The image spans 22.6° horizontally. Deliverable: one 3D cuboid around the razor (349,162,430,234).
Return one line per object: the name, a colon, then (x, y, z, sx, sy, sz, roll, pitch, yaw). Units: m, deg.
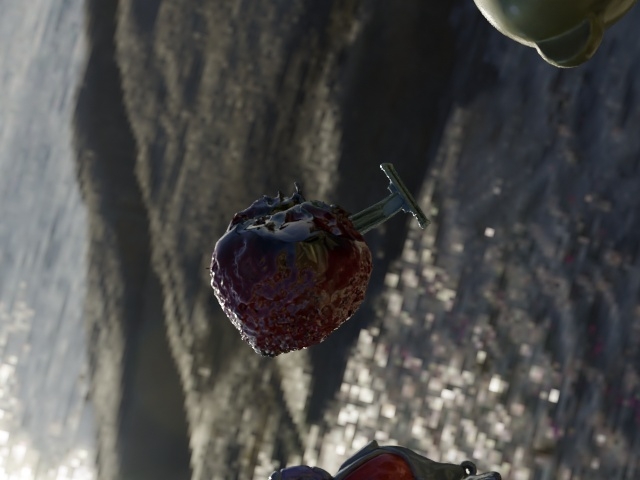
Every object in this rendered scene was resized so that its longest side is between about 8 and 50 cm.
razor: (0.000, 0.001, 1.380, 0.068, 0.191, 0.037, 56, 159, 15)

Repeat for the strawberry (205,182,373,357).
strawberry: (-0.018, 0.024, 0.965, 0.106, 0.106, 0.106, -164, 90, -76)

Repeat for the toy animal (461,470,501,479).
toy animal: (-0.040, 0.270, 0.823, 0.225, 0.302, 0.284, -49, -49, -71)

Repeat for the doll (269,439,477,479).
doll: (0.046, 0.253, 1.580, 0.075, 0.227, 0.102, 142, 112, -81)

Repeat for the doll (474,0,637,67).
doll: (0.159, -0.265, 1.298, 0.260, 0.161, 0.177, 40, 110, 39)
